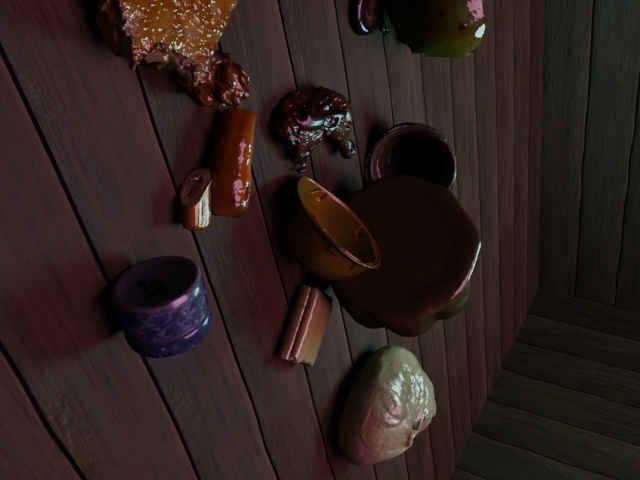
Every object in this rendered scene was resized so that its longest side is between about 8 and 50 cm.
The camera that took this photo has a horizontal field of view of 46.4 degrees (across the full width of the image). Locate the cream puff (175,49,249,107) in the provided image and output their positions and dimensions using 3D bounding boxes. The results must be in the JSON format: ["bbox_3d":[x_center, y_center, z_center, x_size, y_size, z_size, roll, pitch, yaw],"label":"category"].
[{"bbox_3d":[-0.177,-0.272,1.231,0.116,0.122,0.094,-107,-159,-60],"label":"cream puff"}]

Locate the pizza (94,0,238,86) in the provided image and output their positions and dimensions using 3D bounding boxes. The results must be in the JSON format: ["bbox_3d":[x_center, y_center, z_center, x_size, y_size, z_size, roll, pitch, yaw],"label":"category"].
[{"bbox_3d":[-0.239,-0.347,1.097,0.323,0.089,0.223,3,93,-60],"label":"pizza"}]

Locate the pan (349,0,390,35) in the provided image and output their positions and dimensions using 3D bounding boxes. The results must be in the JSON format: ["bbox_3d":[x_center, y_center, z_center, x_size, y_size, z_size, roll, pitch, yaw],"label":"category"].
[{"bbox_3d":[0.129,-0.519,1.750,0.212,0.040,0.115,15,94,-61],"label":"pan"}]

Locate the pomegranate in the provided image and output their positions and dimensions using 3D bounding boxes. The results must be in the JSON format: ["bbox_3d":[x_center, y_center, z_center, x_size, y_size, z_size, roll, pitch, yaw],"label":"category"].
[{"bbox_3d":[0.250,-0.565,1.778,0.358,0.216,0.310,123,-39,-68],"label":"pomegranate"}]

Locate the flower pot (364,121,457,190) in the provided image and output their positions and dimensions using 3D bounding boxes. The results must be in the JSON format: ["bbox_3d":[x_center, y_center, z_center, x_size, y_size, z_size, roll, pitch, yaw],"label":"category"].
[{"bbox_3d":[0.237,-0.202,1.933,0.140,0.235,0.236,-72,164,-67],"label":"flower pot"}]

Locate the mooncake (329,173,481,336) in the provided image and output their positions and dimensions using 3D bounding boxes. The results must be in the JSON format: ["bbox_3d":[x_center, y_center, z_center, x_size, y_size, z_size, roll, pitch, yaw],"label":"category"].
[{"bbox_3d":[0.192,0.041,1.764,0.201,0.378,0.379,61,48,-65],"label":"mooncake"}]

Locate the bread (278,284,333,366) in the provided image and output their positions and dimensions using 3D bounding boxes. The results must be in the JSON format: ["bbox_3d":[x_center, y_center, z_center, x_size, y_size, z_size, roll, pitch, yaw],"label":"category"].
[{"bbox_3d":[-0.029,0.201,1.738,0.139,0.060,0.178,32,73,-61],"label":"bread"}]

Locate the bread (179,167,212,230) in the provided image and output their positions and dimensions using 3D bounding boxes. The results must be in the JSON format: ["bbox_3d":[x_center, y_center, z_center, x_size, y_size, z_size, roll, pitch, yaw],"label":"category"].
[{"bbox_3d":[-0.219,-0.069,1.290,0.062,0.049,0.103,-28,123,-60],"label":"bread"}]

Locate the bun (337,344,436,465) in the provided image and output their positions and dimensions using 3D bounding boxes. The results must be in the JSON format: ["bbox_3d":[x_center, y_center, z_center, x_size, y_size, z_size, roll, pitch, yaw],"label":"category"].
[{"bbox_3d":[0.201,0.479,2.115,0.361,0.213,0.361,-38,135,-49],"label":"bun"}]

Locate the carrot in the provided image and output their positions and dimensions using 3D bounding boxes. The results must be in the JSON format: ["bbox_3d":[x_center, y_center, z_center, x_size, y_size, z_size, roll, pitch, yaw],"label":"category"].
[{"bbox_3d":[-0.162,-0.139,1.336,0.087,0.087,0.194,0,96,-61],"label":"carrot"}]

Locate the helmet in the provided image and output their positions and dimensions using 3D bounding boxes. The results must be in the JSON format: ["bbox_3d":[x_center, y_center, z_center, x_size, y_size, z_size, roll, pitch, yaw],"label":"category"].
[{"bbox_3d":[0.000,0.000,1.617,0.257,0.140,0.205,40,25,-16],"label":"helmet"}]

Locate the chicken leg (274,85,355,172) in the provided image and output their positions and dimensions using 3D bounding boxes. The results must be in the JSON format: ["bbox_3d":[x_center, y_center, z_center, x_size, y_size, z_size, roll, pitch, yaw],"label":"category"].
[{"bbox_3d":[0.002,-0.237,1.607,0.322,0.083,0.177,-25,132,-54],"label":"chicken leg"}]

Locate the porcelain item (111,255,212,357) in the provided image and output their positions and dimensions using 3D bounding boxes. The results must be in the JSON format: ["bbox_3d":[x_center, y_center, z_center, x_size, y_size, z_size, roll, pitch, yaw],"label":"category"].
[{"bbox_3d":[-0.252,0.108,1.199,0.147,0.147,0.114,-46,139,-44],"label":"porcelain item"}]
